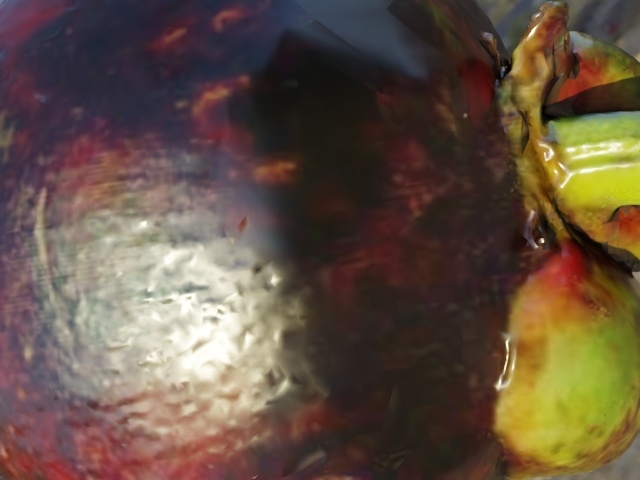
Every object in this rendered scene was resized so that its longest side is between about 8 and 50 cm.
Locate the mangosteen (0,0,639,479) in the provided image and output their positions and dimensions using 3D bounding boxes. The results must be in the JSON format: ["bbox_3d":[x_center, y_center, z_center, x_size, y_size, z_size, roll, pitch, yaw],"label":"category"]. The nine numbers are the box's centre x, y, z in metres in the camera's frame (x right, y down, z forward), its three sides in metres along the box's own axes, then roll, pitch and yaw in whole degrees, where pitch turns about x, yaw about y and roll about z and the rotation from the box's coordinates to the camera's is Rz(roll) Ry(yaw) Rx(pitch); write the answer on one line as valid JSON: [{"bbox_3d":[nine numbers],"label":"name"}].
[{"bbox_3d":[0.000,0.000,0.641,0.359,0.306,0.306,-6,37,33],"label":"mangosteen"}]
